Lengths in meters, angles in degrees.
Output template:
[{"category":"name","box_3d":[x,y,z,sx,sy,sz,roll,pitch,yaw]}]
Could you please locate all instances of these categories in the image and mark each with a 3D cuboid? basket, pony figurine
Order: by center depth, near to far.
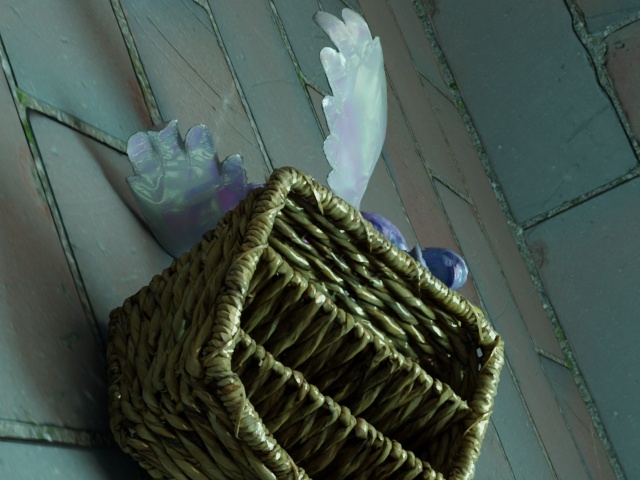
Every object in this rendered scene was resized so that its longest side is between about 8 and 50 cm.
[{"category":"basket","box_3d":[0.002,0.128,1.310,0.299,0.223,0.213,40,22,-29]},{"category":"pony figurine","box_3d":[0.000,0.000,1.590,0.363,0.303,0.351,43,-26,40]}]

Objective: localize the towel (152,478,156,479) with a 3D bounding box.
[{"category":"towel","box_3d":[-0.015,0.259,1.427,0.325,0.038,0.248,45,19,-15]}]
